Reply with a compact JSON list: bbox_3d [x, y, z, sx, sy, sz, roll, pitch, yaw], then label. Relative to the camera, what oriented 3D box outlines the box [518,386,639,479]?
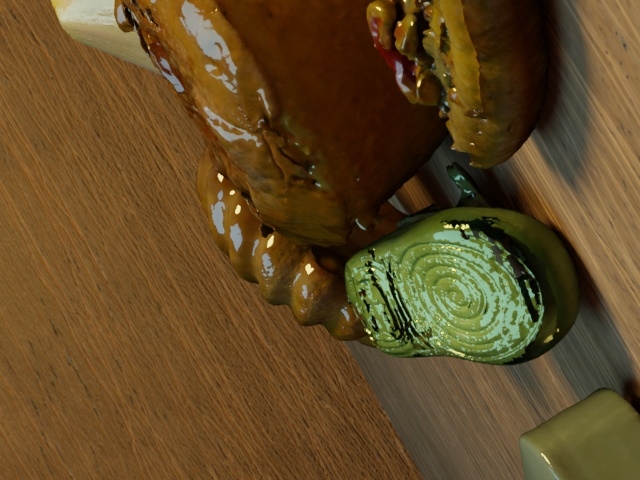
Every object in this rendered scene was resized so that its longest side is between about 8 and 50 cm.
[{"bbox_3d":[0.314,0.350,1.048,0.396,0.111,0.396,56,173,32],"label":"box"}]

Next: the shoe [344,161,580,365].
[{"bbox_3d":[0.115,0.021,1.070,0.140,0.128,0.262,52,147,-13],"label":"shoe"}]

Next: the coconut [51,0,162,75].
[{"bbox_3d":[-0.181,-0.304,1.404,0.259,0.259,0.259,59,174,10],"label":"coconut"}]

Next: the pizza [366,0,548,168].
[{"bbox_3d":[0.055,-0.192,0.803,0.288,0.074,0.251,58,171,8],"label":"pizza"}]

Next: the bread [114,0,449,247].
[{"bbox_3d":[-0.043,-0.170,1.123,0.358,0.204,0.337,48,164,50],"label":"bread"}]

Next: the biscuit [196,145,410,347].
[{"bbox_3d":[0.000,0.000,1.382,0.325,0.107,0.326,34,-158,-15],"label":"biscuit"}]
